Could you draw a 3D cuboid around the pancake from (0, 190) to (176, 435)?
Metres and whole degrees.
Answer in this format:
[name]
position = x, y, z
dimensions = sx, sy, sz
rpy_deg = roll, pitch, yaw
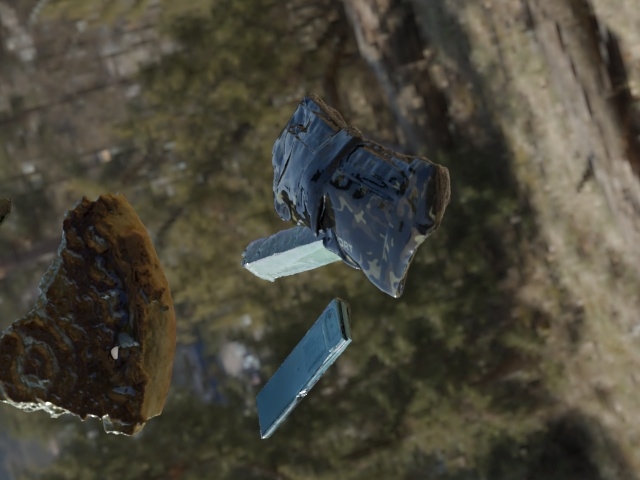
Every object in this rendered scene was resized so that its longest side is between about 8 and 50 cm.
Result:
[pancake]
position = -0.277, 0.099, 1.675
dimensions = 0.057, 0.244, 0.266
rpy_deg = -31, -79, -83

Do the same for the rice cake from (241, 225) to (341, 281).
[rice cake]
position = 0.000, 0.000, 1.364
dimensions = 0.211, 0.043, 0.034
rpy_deg = -18, 48, 50

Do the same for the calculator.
[calculator]
position = -0.017, 0.122, 1.449
dimensions = 0.172, 0.018, 0.057
rpy_deg = -52, 32, 37

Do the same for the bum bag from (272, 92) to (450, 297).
[bum bag]
position = 0.021, -0.037, 1.115
dimensions = 0.102, 0.069, 0.248
rpy_deg = -64, 28, 7

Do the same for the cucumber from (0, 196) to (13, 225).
[cucumber]
position = -0.380, 0.011, 1.589
dimensions = 0.036, 0.184, 0.033
rpy_deg = 36, 142, -4
